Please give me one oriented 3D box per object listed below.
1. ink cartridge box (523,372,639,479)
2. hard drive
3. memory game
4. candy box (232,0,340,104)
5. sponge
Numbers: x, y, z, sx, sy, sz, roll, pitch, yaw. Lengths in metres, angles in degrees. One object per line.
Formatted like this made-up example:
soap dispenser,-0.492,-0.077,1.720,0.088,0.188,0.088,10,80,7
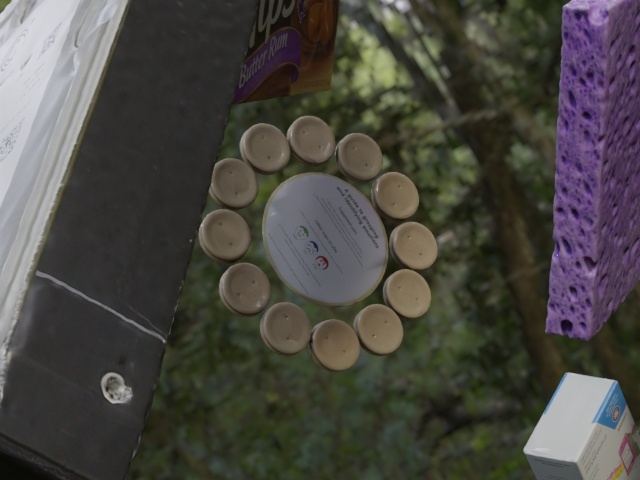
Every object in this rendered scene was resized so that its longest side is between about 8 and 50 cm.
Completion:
ink cartridge box,0.222,0.183,1.380,0.052,0.122,0.088,7,49,36
hard drive,-0.126,-0.005,0.703,0.237,0.064,0.339,-36,30,43
memory game,0.000,0.000,1.172,0.186,0.186,0.012,-22,-7,-33
candy box,-0.042,-0.142,1.025,0.053,0.109,0.187,9,10,18
sponge,0.174,-0.055,1.014,0.031,0.210,0.117,12,28,26
